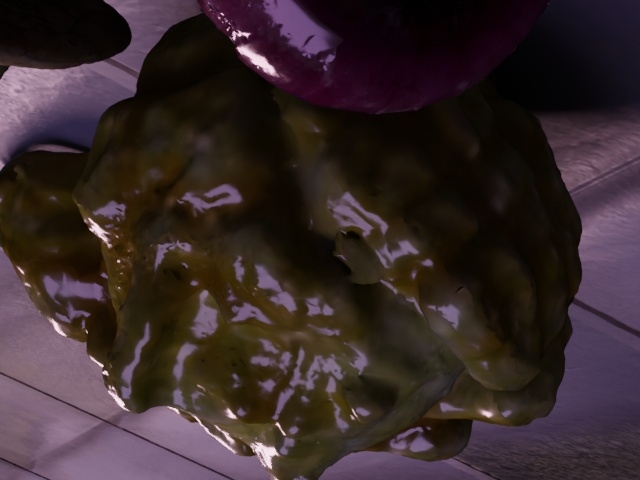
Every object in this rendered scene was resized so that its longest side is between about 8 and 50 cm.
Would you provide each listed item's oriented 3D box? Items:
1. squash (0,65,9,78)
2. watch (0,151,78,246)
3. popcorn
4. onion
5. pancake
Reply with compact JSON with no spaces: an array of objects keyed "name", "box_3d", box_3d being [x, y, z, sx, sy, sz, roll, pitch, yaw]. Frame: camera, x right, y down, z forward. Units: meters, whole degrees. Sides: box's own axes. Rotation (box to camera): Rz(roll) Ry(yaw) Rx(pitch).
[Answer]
[{"name":"squash","box_3d":[-0.407,-0.072,1.214,0.310,0.308,0.310,19,158,8]},{"name":"watch","box_3d":[-0.174,-0.006,1.501,0.237,0.068,0.195,17,161,-1]},{"name":"popcorn","box_3d":[-0.008,-0.005,1.051,0.335,0.274,0.279,28,156,-17]},{"name":"onion","box_3d":[0.026,-0.143,0.817,0.153,0.177,0.177,46,-179,43]},{"name":"pancake","box_3d":[-0.226,-0.162,1.034,0.250,0.031,0.250,27,-163,-9]}]
